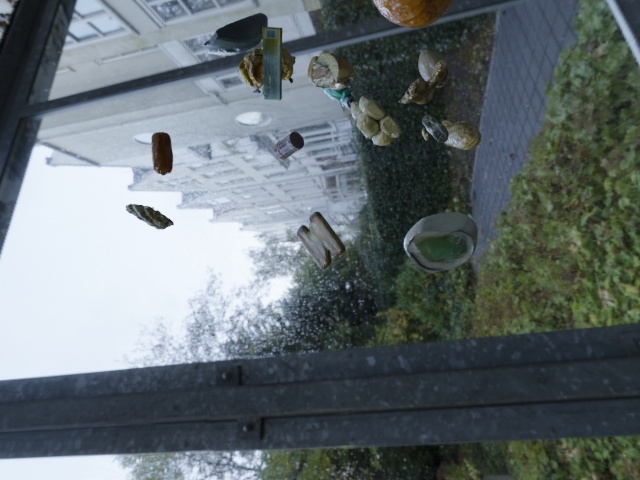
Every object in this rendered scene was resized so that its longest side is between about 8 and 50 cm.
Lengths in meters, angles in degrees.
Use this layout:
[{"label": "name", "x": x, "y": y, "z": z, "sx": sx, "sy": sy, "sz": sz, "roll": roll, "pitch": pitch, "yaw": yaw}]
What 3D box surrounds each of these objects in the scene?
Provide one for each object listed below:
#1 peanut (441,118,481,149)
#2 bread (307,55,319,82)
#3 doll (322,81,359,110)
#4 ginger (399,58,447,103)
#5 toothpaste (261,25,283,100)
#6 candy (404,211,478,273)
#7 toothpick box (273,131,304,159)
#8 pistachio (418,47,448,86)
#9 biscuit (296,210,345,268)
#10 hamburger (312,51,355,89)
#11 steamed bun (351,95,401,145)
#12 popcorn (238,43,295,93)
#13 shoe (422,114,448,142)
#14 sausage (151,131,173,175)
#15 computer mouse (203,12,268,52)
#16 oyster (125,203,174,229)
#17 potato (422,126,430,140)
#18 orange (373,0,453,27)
[{"label": "peanut", "x": 0.737, "y": -0.577, "z": 2.218, "sx": 0.325, "sy": 0.140, "sz": 0.153, "roll": -117, "pitch": 35, "yaw": -57}, {"label": "bread", "x": -0.027, "y": -0.774, "z": 1.868, "sx": 0.082, "sy": 0.056, "sz": 0.115, "roll": 6, "pitch": -81, "yaw": -61}, {"label": "doll", "x": 0.111, "y": -0.783, "z": 2.155, "sx": 0.258, "sy": 0.153, "sz": 0.195, "roll": 56, "pitch": 163, "yaw": -8}, {"label": "ginger", "x": 0.420, "y": -0.626, "z": 1.649, "sx": 0.214, "sy": 0.133, "sz": 0.058, "roll": -56, "pitch": 43, "yaw": 44}, {"label": "toothpaste", "x": -0.221, "y": -0.812, "z": 1.905, "sx": 0.071, "sy": 0.089, "sz": 0.312, "roll": -88, "pitch": 1, "yaw": -63}, {"label": "candy", "x": 0.657, "y": 0.014, "z": 2.237, "sx": 0.426, "sy": 0.387, "sz": 0.186, "roll": 58, "pitch": -160, "yaw": -44}, {"label": "toothpick box", "x": -0.168, "y": -0.503, "z": 2.191, "sx": 0.099, "sy": 0.149, "sz": 0.098, "roll": 14, "pitch": -112, "yaw": -38}, {"label": "pistachio", "x": 0.584, "y": -0.897, "z": 2.138, "sx": 0.136, "sy": 0.136, "sz": 0.225, "roll": 48, "pitch": -157, "yaw": -71}, {"label": "biscuit", "x": 0.000, "y": 0.000, "z": 2.385, "sx": 0.062, "sy": 0.237, "sz": 0.290, "roll": -23, "pitch": -109, "yaw": -50}, {"label": "hamburger", "x": 0.072, "y": -0.665, "z": 1.608, "sx": 0.208, "sy": 0.156, "sz": 0.135, "roll": -144, "pitch": 55, "yaw": -64}, {"label": "steamed bun", "x": 0.173, "y": -0.407, "z": 1.408, "sx": 0.192, "sy": 0.106, "sz": 0.177, "roll": 39, "pitch": -168, "yaw": -38}, {"label": "popcorn", "x": -0.296, "y": -1.025, "z": 2.384, "sx": 0.316, "sy": 0.298, "sz": 0.280, "roll": -42, "pitch": -42, "yaw": -39}, {"label": "shoe", "x": 0.581, "y": -0.554, "z": 2.077, "sx": 0.169, "sy": 0.071, "sz": 0.099, "roll": 53, "pitch": -167, "yaw": 15}, {"label": "sausage", "x": -0.754, "y": -0.413, "z": 1.969, "sx": 0.098, "sy": 0.098, "sz": 0.238, "roll": 55, "pitch": -160, "yaw": -66}, {"label": "computer mouse", "x": -0.397, "y": -0.991, "z": 2.020, "sx": 0.121, "sy": 0.371, "sz": 0.188, "roll": 60, "pitch": 154, "yaw": -10}, {"label": "oyster", "x": -0.790, "y": -0.105, "z": 1.888, "sx": 0.209, "sy": 0.133, "sz": 0.071, "roll": 29, "pitch": -124, "yaw": -33}, {"label": "potato", "x": 0.617, "y": -0.622, "z": 2.396, "sx": 0.092, "sy": 0.047, "sz": 0.045, "roll": 55, "pitch": -166, "yaw": -38}, {"label": "orange", "x": 0.317, "y": -0.922, "z": 1.424, "sx": 0.341, "sy": 0.294, "sz": 0.339, "roll": -23, "pitch": -58, "yaw": -43}]
